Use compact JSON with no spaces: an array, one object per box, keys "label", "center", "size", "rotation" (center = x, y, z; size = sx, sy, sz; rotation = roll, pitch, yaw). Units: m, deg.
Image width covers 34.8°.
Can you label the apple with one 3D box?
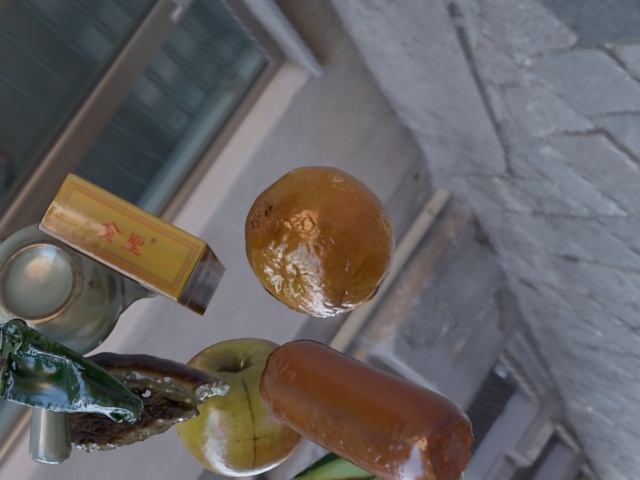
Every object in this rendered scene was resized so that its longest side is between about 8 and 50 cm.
[{"label":"apple","center":[-0.153,0.331,2.016],"size":[0.286,0.286,0.233],"rotation":[29,131,48]}]

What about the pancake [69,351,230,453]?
[{"label":"pancake","center":[-0.294,0.226,1.566],"size":[0.212,0.257,0.056],"rotation":[42,143,50]}]

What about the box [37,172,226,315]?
[{"label":"box","center":[-0.213,0.013,1.218],"size":[0.174,0.076,0.274],"rotation":[26,173,3]}]

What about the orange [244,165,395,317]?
[{"label":"orange","center":[0.000,0.000,1.444],"size":[0.219,0.193,0.219],"rotation":[16,148,10]}]

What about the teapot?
[{"label":"teapot","center":[-0.395,0.132,1.448],"size":[0.219,0.318,0.149],"rotation":[24,167,14]}]

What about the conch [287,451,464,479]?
[{"label":"conch","center":[0.053,0.269,1.082],"size":[0.250,0.137,0.143],"rotation":[-12,-142,-37]}]

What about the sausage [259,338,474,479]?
[{"label":"sausage","center":[0.028,0.133,0.796],"size":[0.197,0.076,0.076],"rotation":[20,167,39]}]

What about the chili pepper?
[{"label":"chili pepper","center":[-0.331,0.181,1.313],"size":[0.216,0.108,0.062],"rotation":[28,-156,-4]}]
